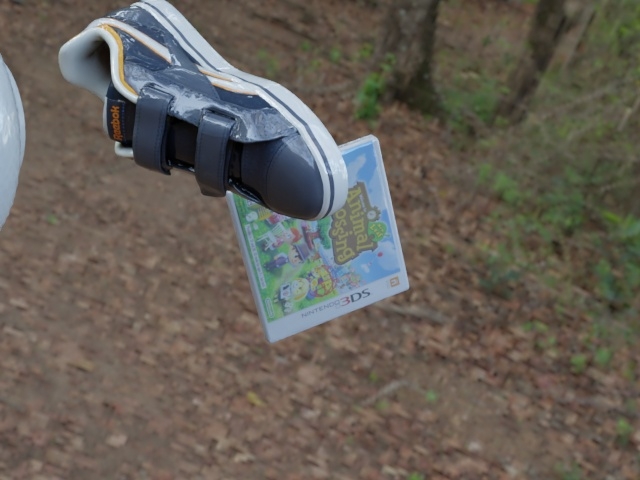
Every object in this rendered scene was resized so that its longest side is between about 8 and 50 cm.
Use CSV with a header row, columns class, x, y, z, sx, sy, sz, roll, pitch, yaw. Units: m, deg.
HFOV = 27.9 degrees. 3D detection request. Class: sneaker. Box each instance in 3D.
class,x,y,z,sx,sy,sz,roll,pitch,yaw
sneaker,-0.119,-0.106,1.205,0.127,0.126,0.321,-29,53,-33

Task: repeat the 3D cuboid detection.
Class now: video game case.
class,x,y,z,sx,sy,sz,roll,pitch,yaw
video game case,0.000,0.000,1.551,0.193,0.212,0.023,-21,28,-14

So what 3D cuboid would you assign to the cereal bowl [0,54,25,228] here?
class,x,y,z,sx,sy,sz,roll,pitch,yaw
cereal bowl,-0.442,-0.133,1.504,0.141,0.338,0.339,-10,35,-37
